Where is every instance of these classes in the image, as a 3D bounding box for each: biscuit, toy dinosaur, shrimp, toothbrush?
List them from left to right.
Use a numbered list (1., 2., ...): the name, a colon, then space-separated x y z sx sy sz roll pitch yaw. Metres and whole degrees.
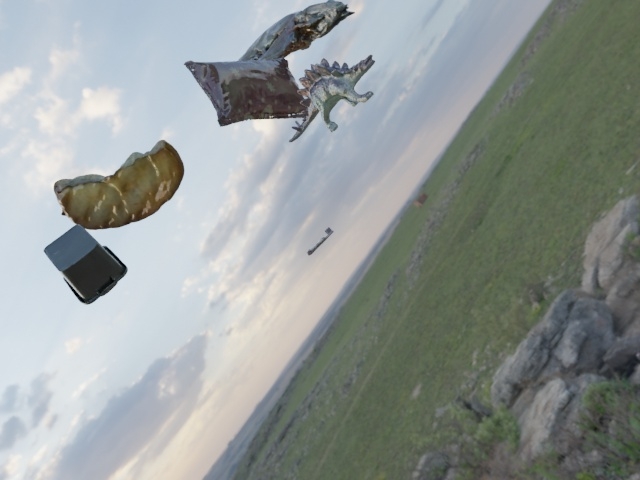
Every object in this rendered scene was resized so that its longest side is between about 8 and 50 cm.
1. biscuit: -0.418 -0.106 1.149 0.299 0.154 0.045 -18 42 10
2. shrimp: -0.071 -0.341 0.956 0.316 0.062 0.164 -6 50 49
3. toothbrush: 0.000 0.000 0.538 0.006 0.008 0.097 -46 0 19
4. toy dinosaur: 0.004 -0.184 0.694 0.039 0.082 0.209 -52 10 -32

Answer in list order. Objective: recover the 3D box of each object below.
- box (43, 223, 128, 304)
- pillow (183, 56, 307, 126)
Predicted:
1. box: -0.360 0.032 0.813 0.084 0.122 0.069 -44 -47 -18
2. pillow: -0.099 -0.230 0.808 0.185 0.118 0.043 -20 -10 -37
